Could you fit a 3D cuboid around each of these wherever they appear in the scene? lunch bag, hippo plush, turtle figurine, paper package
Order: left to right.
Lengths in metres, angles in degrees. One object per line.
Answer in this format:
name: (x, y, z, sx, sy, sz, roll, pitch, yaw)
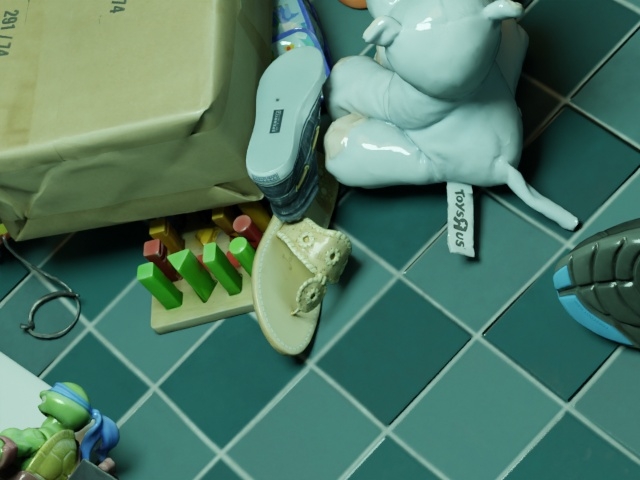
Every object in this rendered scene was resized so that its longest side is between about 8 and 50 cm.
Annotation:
turtle figurine: (-0.353, 0.232, 1.709, 0.198, 0.274, 0.266, -10, 54, 58)
paper package: (-0.213, -0.193, 1.879, 0.309, 0.168, 0.325, -10, 58, 16)
lunch bag: (-0.056, -0.197, 1.979, 0.128, 0.096, 0.151, -23, 64, 10)
hippo plush: (0.093, -0.162, 1.745, 0.234, 0.236, 0.294, -15, 54, 8)

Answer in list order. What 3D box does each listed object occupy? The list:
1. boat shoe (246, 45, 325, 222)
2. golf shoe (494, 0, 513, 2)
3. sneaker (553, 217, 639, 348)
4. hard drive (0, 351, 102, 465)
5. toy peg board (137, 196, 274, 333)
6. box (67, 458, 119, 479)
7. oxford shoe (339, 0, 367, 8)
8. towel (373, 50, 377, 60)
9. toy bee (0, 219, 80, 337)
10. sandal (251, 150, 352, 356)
boat shoe: (-0.029, -0.108, 1.815, 0.065, 0.083, 0.183, 0, 51, 21)
golf shoe: (0.231, -0.340, 1.918, 0.120, 0.105, 0.273, 14, 66, 27)
sneaker: (0.378, 0.005, 1.607, 0.340, 0.125, 0.140, -13, 25, 24)
hard drive: (-0.379, 0.213, 1.891, 0.307, 0.040, 0.203, 28, 74, 38)
toy peg board: (-0.115, -0.005, 1.878, 0.161, 0.079, 0.161, -14, 53, 18)
box: (-0.144, 0.342, 1.607, 0.270, 0.143, 0.165, 24, 71, 38)
oxford shoe: (-0.018, -0.366, 2.067, 0.097, 0.098, 0.271, -47, 49, -9)
towel: (0.096, -0.173, 1.921, 0.113, 0.023, 0.152, 2, 59, 28)
toy bee: (-0.362, -0.051, 1.990, 0.298, 0.162, 0.195, 28, 72, 39)
sandal: (-0.005, -0.003, 1.802, 0.079, 0.088, 0.240, -29, 39, 40)
